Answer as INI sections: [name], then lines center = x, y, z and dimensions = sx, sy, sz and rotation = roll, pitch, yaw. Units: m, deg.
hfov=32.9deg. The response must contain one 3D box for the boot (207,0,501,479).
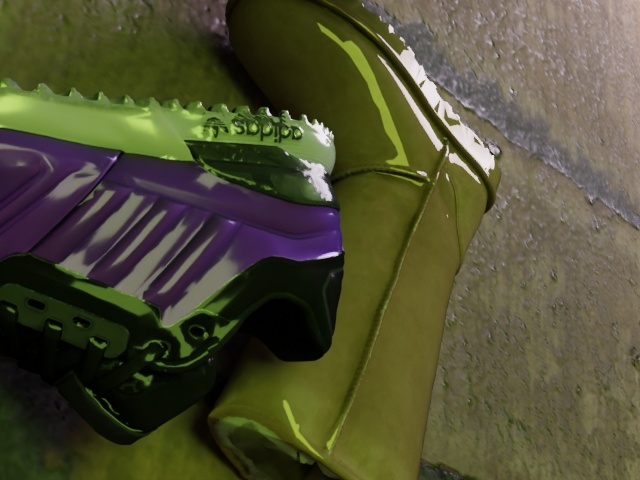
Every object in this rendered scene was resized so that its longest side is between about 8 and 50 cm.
[boot]
center = 0.000, 0.000, 0.627
dimensions = 0.236, 0.089, 0.269
rotation = 38, 52, -18

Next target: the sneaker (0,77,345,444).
[sneaker]
center = -0.108, 0.017, 0.471
dimensions = 0.293, 0.102, 0.146
rotation = -1, 77, -31
